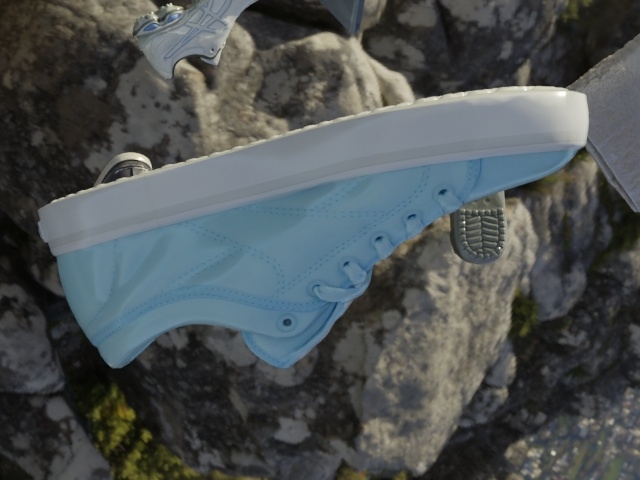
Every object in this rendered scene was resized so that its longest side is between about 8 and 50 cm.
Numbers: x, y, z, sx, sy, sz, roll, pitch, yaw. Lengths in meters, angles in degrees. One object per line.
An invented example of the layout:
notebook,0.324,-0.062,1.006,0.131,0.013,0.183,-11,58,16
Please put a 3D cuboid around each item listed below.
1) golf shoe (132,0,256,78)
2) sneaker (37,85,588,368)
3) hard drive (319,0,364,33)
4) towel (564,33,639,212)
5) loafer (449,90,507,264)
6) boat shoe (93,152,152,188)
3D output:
golf shoe,-0.127,-0.251,0.962,0.176,0.069,0.086,-26,106,-4
sneaker,0.000,0.000,0.548,0.135,0.365,0.150,-39,115,-72
hard drive,0.035,-0.405,1.304,0.022,0.094,0.135,-35,163,-18
towel,0.361,-0.126,0.819,0.187,0.049,0.282,-41,137,12
loafer,0.205,-0.083,1.122,0.094,0.087,0.251,9,73,-5
boat shoe,-0.250,-0.008,0.964,0.075,0.065,0.206,9,131,-35
